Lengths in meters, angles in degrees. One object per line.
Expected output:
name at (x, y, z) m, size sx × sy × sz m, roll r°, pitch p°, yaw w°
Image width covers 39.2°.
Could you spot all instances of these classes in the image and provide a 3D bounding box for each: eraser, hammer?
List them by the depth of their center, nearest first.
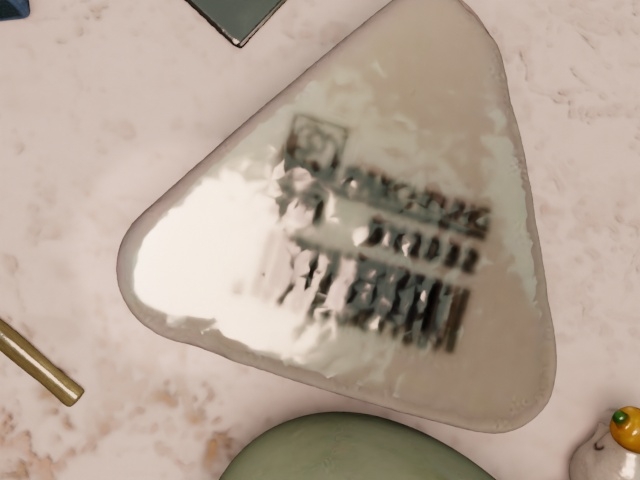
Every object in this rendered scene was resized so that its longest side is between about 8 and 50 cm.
eraser at (0.000, 0.000, 0.687) m, size 0.332 × 0.150 × 0.331 m, roll 0°, pitch 92°, yaw -6°
hammer at (-0.273, 0.067, 0.719) m, size 0.199 × 0.013 × 0.062 m, roll 43°, pitch 86°, yaw -7°

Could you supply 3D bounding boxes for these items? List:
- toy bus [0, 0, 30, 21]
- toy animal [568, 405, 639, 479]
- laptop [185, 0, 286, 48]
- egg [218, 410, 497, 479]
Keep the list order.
toy bus at (-0.291, -0.278, 0.654) m, size 0.134 × 0.116 × 0.233 m, roll -8°, pitch 94°, yaw -6°
toy animal at (0.252, 0.209, 0.747) m, size 0.182 × 0.131 × 0.127 m, roll 1°, pitch 70°, yaw 2°
laptop at (-0.053, -0.264, 0.736) m, size 0.129 × 0.016 × 0.180 m, roll 44°, pitch 87°, yaw -7°
egg at (0.062, 0.302, 0.634) m, size 0.276 × 0.276 × 0.388 m, roll -32°, pitch 77°, yaw -6°
